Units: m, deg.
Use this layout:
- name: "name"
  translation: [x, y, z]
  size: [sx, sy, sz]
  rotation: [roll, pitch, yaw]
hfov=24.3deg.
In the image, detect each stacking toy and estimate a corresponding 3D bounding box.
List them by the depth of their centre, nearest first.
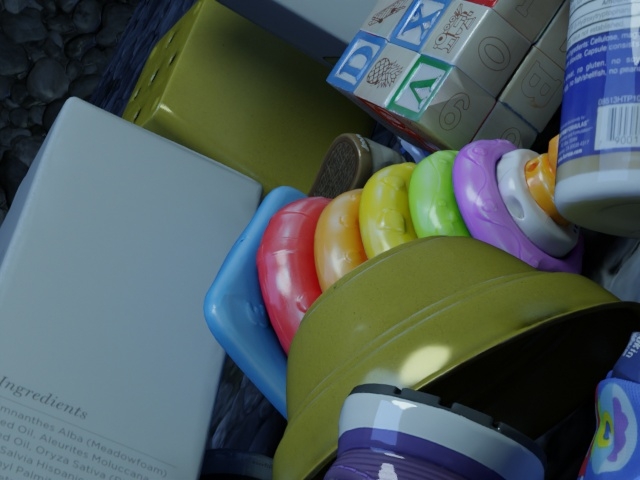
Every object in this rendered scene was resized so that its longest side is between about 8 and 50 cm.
- name: "stacking toy"
  translation: [0.093, -0.002, 0.893]
  size: [0.302, 0.166, 0.175]
  rotation: [-34, 16, 32]

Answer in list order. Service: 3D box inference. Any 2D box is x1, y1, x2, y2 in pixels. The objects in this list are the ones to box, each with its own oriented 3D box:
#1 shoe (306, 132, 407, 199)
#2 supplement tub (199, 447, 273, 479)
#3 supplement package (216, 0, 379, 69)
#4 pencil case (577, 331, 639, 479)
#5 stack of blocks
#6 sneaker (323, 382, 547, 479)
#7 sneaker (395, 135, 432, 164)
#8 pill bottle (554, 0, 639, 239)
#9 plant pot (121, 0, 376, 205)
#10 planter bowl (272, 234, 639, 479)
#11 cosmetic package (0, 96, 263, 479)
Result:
- name: "shoe"
  translation: [0.000, 0.000, 1.262]
  size: [0.219, 0.058, 0.076]
  rotation: [-54, 50, 34]
- name: "supplement tub"
  translation: [-0.065, 0.240, 0.968]
  size: [0.117, 0.117, 0.190]
  rotation: [-49, 21, 33]
- name: "supplement package"
  translation: [0.028, -0.256, 1.215]
  size: [0.204, 0.262, 0.145]
  rotation: [-63, 17, -4]
- name: "pencil case"
  translation: [0.112, 0.196, 0.550]
  size: [0.133, 0.119, 0.306]
  rotation: [96, -162, -78]
- name: "stack of blocks"
  translation: [0.151, -0.188, 0.973]
  size: [0.297, 0.087, 0.171]
  rotation: [-56, 31, 0]
- name: "sneaker"
  translation: [0.034, 0.169, 0.643]
  size: [0.283, 0.107, 0.124]
  rotation: [69, -141, -61]
- name: "sneaker"
  translation: [0.117, -0.136, 1.095]
  size: [0.081, 0.080, 0.211]
  rotation: [-30, 37, 63]
- name: "pill bottle"
  translation: [0.180, -0.100, 0.748]
  size: [0.112, 0.112, 0.187]
  rotation: [163, 116, -65]
- name: "plant pot"
  translation: [-0.079, -0.109, 1.407]
  size: [0.212, 0.187, 0.212]
  rotation: [-30, 36, 58]
- name: "planter bowl"
  translation: [0.051, 0.061, 0.752]
  size: [0.217, 0.217, 0.090]
  rotation: [-48, 62, 34]
- name: "cosmetic package"
  translation: [-0.185, 0.151, 0.971]
  size: [0.230, 0.161, 0.453]
  rotation: [-52, 20, 44]
